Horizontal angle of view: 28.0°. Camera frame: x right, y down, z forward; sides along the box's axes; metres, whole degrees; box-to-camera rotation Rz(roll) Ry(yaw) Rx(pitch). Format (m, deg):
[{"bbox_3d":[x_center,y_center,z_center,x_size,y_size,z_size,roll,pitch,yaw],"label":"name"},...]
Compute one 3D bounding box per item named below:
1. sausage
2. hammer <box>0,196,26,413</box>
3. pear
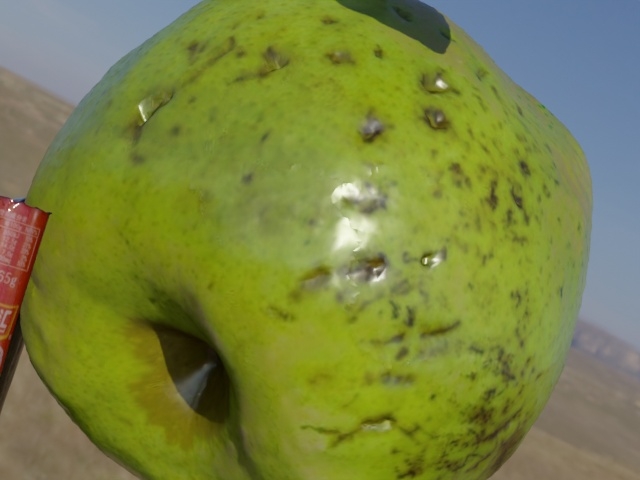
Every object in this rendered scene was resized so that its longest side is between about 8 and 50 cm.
[{"bbox_3d":[-0.165,0.043,0.620,0.034,0.129,0.034,16,-6,2],"label":"sausage"},{"bbox_3d":[-0.272,0.154,0.962,0.095,0.408,0.242,14,10,-15],"label":"hammer"},{"bbox_3d":[0.000,0.000,0.859,0.391,0.391,0.391,26,0,0],"label":"pear"}]
